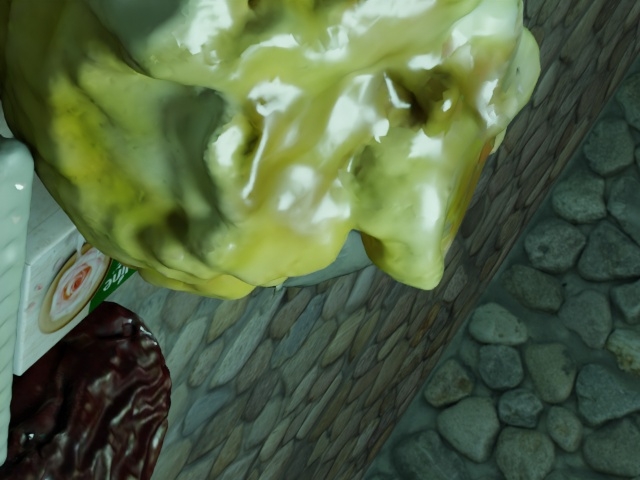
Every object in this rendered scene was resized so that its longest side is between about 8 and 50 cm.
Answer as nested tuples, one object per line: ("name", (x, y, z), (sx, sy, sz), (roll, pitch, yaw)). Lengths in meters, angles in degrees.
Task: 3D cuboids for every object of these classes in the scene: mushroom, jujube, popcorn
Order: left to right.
("jujube", (-0.246, 0.185, 1.288), (0.342, 0.216, 0.216), (-54, 166, -41))
("popcorn", (-0.047, -0.162, 0.998), (0.354, 0.390, 0.344), (-20, 152, 20))
("mushroom", (0.002, 0.000, 1.844), (0.351, 0.109, 0.097), (-10, 114, -69))

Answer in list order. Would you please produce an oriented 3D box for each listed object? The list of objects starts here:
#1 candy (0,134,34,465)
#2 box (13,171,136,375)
("candy", (-0.300, 0.078, 0.998), (0.208, 0.145, 0.359), (-46, 162, -40))
("box", (-0.197, -0.009, 1.273), (0.199, 0.081, 0.135), (-42, 159, -38))
